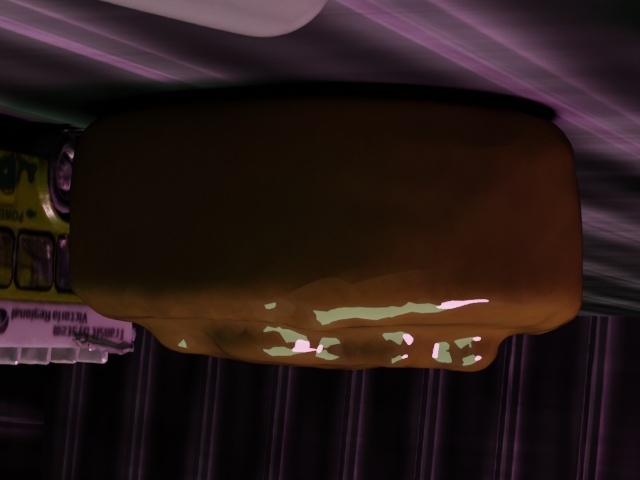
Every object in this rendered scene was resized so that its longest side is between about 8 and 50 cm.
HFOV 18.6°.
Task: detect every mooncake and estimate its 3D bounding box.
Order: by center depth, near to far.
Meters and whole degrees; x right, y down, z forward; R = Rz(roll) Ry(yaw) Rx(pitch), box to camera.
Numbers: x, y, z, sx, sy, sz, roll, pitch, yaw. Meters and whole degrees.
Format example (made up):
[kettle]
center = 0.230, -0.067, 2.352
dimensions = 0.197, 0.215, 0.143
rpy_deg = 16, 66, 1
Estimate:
[mooncake]
center = 0.000, 0.000, 0.882
dimensions = 0.235, 0.117, 0.235
rpy_deg = 0, 178, 0

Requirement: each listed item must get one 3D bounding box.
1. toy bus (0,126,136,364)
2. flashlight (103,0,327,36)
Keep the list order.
[toy bus]
center = -0.187, 0.010, 0.901
dimensions = 0.113, 0.139, 0.302
rpy_deg = 3, 178, 22
[flashlight]
center = -0.052, -0.069, 0.327
dimensions = 0.093, 0.047, 0.200
rpy_deg = 33, -166, 23
